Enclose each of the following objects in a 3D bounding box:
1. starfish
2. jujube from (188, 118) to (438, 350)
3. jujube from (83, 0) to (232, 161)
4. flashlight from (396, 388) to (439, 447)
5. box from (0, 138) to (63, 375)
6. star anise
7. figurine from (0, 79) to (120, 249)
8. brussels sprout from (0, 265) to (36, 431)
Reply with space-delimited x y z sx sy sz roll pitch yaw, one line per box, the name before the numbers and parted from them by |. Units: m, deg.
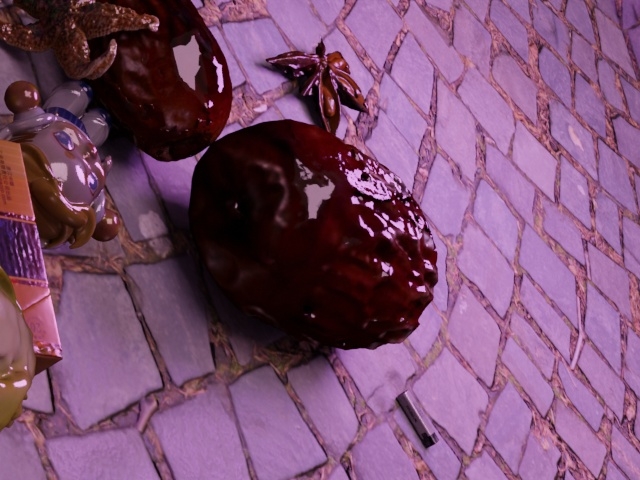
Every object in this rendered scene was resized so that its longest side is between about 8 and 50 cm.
starfish | -0.290 -0.258 1.782 0.053 0.209 0.150 37 56 -76
jujube | 0.000 0.000 1.906 0.376 0.258 0.258 30 43 -37
jujube | -0.201 -0.217 1.859 0.183 0.183 0.243 0 63 -53
flashlight | 0.135 0.246 2.091 0.083 0.018 0.018 59 33 -1
box | -0.343 0.035 1.489 0.070 0.152 0.237 10 57 -50
star anise | 0.011 -0.228 2.265 0.157 0.053 0.212 60 31 0
figurine | -0.304 -0.098 1.682 0.194 0.133 0.274 53 20 -43
brussels sprout | -0.362 0.092 1.257 0.268 0.344 0.344 -38 97 -34
